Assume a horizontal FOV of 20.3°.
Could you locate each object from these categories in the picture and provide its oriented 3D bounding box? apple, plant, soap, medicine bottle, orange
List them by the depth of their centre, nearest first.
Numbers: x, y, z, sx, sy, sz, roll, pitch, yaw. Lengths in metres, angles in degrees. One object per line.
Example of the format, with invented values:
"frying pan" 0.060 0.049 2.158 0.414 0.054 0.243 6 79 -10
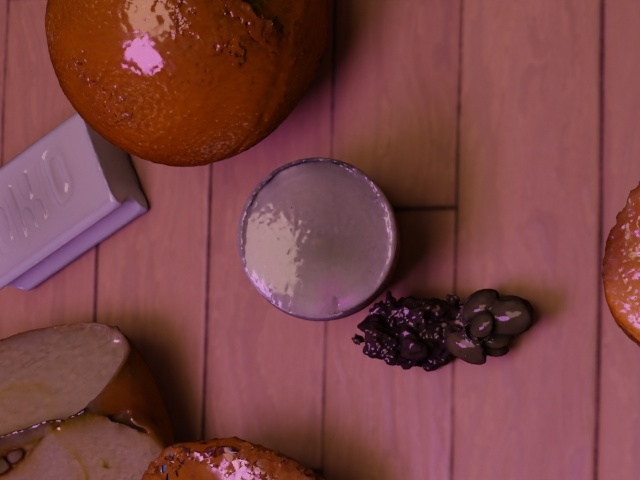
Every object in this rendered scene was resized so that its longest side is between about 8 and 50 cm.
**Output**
"plant" 0.116 0.080 1.618 0.174 0.085 0.087 -10 105 27
"medicine bottle" 0.000 0.000 1.629 0.147 0.143 0.147 0 87 1
"orange" -0.124 -0.204 1.683 0.274 0.274 0.274 -3 84 33
"apple" -0.306 0.215 1.805 0.346 0.179 0.254 -17 72 15
"soap" -0.285 -0.038 1.890 0.198 0.066 0.119 -33 67 27

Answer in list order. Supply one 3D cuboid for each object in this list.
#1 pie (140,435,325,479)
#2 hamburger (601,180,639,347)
"pie" -0.076 0.298 1.684 0.273 0.069 0.273 13 114 29
"hamburger" 0.330 0.031 1.455 0.182 0.118 0.191 -44 61 26
